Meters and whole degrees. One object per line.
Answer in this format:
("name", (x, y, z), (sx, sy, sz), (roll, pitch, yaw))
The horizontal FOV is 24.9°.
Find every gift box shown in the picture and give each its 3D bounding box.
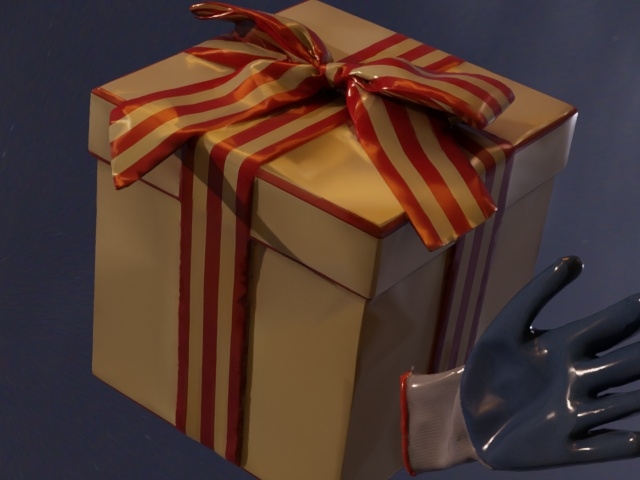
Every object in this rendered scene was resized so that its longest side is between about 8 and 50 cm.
("gift box", (0.000, 0.000, 0.933), (0.276, 0.255, 0.258), (-36, -39, -49))

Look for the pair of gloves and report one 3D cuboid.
("pair of gloves", (0.092, 0.108, 0.592), (0.023, 0.159, 0.198), (11, -111, -38))
